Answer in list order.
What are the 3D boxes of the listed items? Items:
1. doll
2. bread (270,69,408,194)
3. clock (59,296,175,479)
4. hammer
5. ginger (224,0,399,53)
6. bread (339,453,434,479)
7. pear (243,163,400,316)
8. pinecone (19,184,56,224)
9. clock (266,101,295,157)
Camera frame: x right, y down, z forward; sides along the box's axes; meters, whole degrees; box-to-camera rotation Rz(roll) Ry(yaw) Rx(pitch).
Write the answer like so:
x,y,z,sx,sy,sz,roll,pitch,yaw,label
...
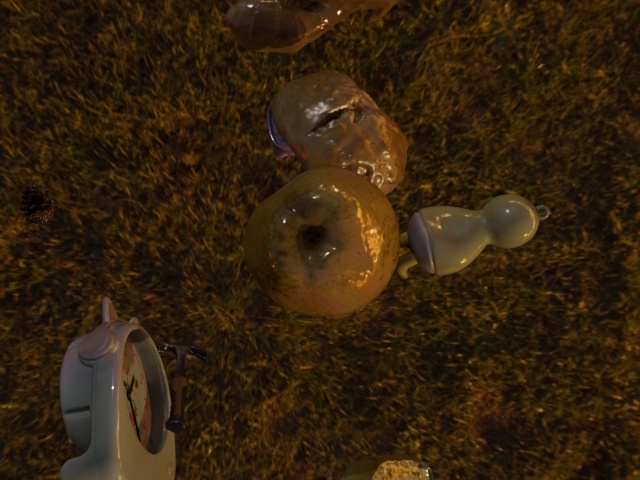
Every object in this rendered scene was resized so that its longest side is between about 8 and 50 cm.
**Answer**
x,y,z,sx,sy,sz,roll,pitch,yaw,label
0.272,-0.011,1.304,0.297,0.117,0.141,-10,44,1,doll
0.040,-0.163,1.086,0.244,0.244,0.134,43,103,-1,bread
-0.335,0.265,1.183,0.109,0.265,0.324,-13,64,5,clock
-0.203,0.209,1.042,0.078,0.201,0.021,7,114,-13,hammer
0.024,-0.508,1.452,0.348,0.122,0.363,20,106,-28,ginger
0.079,0.332,0.908,0.156,0.064,0.117,19,75,-40,bread
0.000,0.000,0.761,0.178,0.178,0.177,1,84,-7,pear
-0.587,-0.074,1.471,0.077,0.077,0.083,-35,80,-9,pinecone
-0.088,-0.284,1.764,0.110,0.050,0.152,-20,70,23,clock
